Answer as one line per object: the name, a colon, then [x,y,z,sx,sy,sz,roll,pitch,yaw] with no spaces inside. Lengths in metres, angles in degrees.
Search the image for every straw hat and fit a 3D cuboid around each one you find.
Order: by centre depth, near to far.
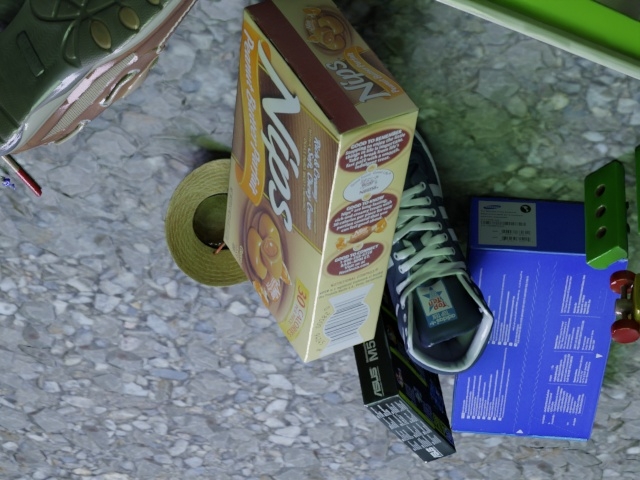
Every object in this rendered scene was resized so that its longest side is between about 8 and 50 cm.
straw hat: [-0.107,-0.022,1.815,0.144,0.144,0.061,32,175,-29]

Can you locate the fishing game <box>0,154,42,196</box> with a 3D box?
fishing game: [-0.440,-0.038,1.835,0.264,0.041,0.189,-22,134,15]

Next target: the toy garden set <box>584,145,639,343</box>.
toy garden set: [0.357,-0.023,1.638,0.049,0.203,0.244,30,137,-30]

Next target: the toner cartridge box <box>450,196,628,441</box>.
toner cartridge box: [0.234,0.093,1.905,0.165,0.075,0.347,5,141,4]

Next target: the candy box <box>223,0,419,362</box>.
candy box: [-0.008,-0.056,1.639,0.088,0.183,0.316,-19,143,-24]

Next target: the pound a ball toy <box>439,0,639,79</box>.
pound a ball toy: [0.217,-0.273,1.430,0.319,0.135,0.208,18,115,-14]

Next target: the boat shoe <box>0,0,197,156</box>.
boat shoe: [-0.205,-0.190,1.601,0.324,0.123,0.116,-34,161,29]

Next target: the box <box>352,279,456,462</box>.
box: [0.080,0.121,1.845,0.045,0.184,0.190,-18,150,15]

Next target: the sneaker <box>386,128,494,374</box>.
sneaker: [0.091,0.003,1.700,0.099,0.153,0.282,-22,118,2]
